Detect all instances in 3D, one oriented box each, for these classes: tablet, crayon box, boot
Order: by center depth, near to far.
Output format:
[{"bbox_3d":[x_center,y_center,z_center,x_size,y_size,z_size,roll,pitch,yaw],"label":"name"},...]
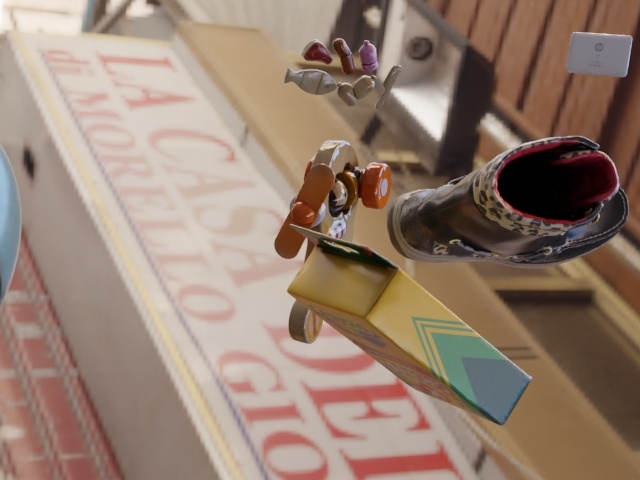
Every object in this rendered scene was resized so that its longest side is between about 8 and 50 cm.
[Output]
[{"bbox_3d":[0.095,0.107,1.653,0.081,0.318,0.202,-56,-152,-10],"label":"crayon box"},{"bbox_3d":[0.362,-0.243,1.683,0.083,0.006,0.054,10,-87,32],"label":"tablet"},{"bbox_3d":[0.312,-0.051,1.761,0.284,0.378,0.138,152,-64,-66],"label":"boot"}]

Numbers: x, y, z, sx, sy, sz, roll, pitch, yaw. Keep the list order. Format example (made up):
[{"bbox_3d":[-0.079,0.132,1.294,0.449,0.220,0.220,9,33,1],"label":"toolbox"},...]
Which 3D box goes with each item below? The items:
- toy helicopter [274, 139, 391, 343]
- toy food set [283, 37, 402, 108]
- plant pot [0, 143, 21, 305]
[{"bbox_3d":[0.000,0.000,2.213,0.140,0.235,0.354,10,-95,20],"label":"toy helicopter"},{"bbox_3d":[0.025,-0.192,1.434,0.078,0.122,0.019,-62,-152,21],"label":"toy food set"},{"bbox_3d":[-0.484,-0.051,1.570,0.290,0.290,0.195,-56,-169,44],"label":"plant pot"}]
